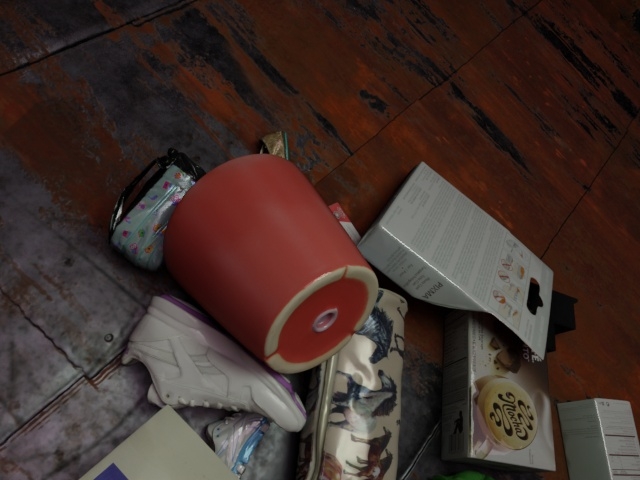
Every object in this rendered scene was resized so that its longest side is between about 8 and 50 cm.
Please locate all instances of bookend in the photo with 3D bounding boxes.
[{"bbox_3d":[0.495,0.190,1.155,0.157,0.072,0.156,18,62,-19],"label":"bookend"}]

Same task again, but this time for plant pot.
[{"bbox_3d":[-0.062,0.046,0.780,0.275,0.274,0.243,-20,47,-31],"label":"plant pot"}]

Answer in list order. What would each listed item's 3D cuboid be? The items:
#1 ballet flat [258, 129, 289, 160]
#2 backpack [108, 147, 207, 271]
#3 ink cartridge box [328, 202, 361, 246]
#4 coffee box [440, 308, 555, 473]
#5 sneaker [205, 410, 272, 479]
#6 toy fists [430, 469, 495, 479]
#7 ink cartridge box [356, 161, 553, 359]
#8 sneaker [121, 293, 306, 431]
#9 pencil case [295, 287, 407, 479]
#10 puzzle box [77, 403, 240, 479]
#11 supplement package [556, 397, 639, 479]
[{"bbox_3d":[-0.088,-0.122,1.025,0.067,0.073,0.206,-9,67,0],"label":"ballet flat"},{"bbox_3d":[-0.260,-0.041,0.851,0.115,0.152,0.182,34,69,2],"label":"backpack"},{"bbox_3d":[0.000,0.000,1.008,0.135,0.056,0.099,-28,82,-33],"label":"ink cartridge box"},{"bbox_3d":[0.335,0.276,0.998,0.168,0.119,0.297,13,62,-8],"label":"coffee box"},{"bbox_3d":[-0.130,0.294,0.809,0.083,0.071,0.190,34,57,-2],"label":"sneaker"},{"bbox_3d":[0.264,0.541,0.874,0.142,0.096,0.279,17,60,-21],"label":"toy fists"},{"bbox_3d":[0.288,0.039,1.048,0.385,0.091,0.308,40,39,0],"label":"ink cartridge box"},{"bbox_3d":[-0.163,0.214,0.786,0.305,0.114,0.152,31,77,14],"label":"sneaker"},{"bbox_3d":[0.044,0.274,0.843,0.184,0.160,0.410,30,57,-34],"label":"pencil case"},{"bbox_3d":[-0.151,0.431,0.611,0.409,0.052,0.272,43,43,9],"label":"puzzle box"},{"bbox_3d":[0.582,0.427,1.072,0.105,0.105,0.179,11,64,-22],"label":"supplement package"}]
